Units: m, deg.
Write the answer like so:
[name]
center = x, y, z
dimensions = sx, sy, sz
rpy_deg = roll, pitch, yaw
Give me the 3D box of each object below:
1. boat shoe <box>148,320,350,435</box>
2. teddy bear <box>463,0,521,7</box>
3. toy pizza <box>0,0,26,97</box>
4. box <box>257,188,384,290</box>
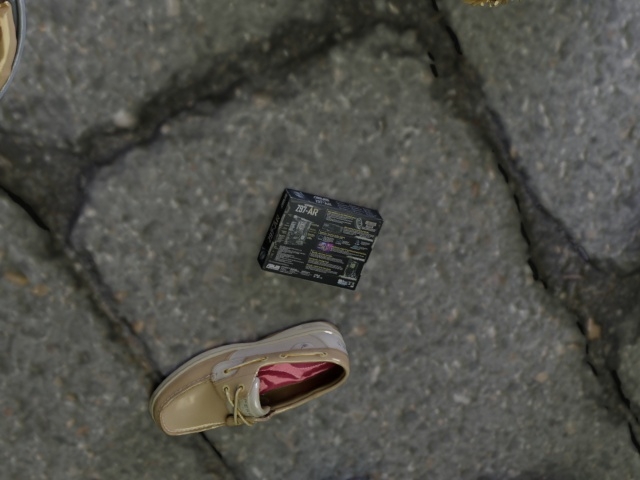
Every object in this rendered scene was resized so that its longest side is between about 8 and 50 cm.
[boat shoe]
center = -0.056, 0.118, 1.188
dimensions = 0.170, 0.059, 0.063
rpy_deg = -23, 121, -4
[teddy bear]
center = 0.132, -0.278, 1.024
dimensions = 0.338, 0.113, 0.245
rpy_deg = -19, 113, 3
[toy pizza]
center = -0.301, -0.146, 0.995
dimensions = 0.201, 0.032, 0.201
rpy_deg = -7, 118, -13
[box]
center = 0.000, 0.000, 1.166
dimensions = 0.083, 0.018, 0.067
rpy_deg = 13, 112, -22
